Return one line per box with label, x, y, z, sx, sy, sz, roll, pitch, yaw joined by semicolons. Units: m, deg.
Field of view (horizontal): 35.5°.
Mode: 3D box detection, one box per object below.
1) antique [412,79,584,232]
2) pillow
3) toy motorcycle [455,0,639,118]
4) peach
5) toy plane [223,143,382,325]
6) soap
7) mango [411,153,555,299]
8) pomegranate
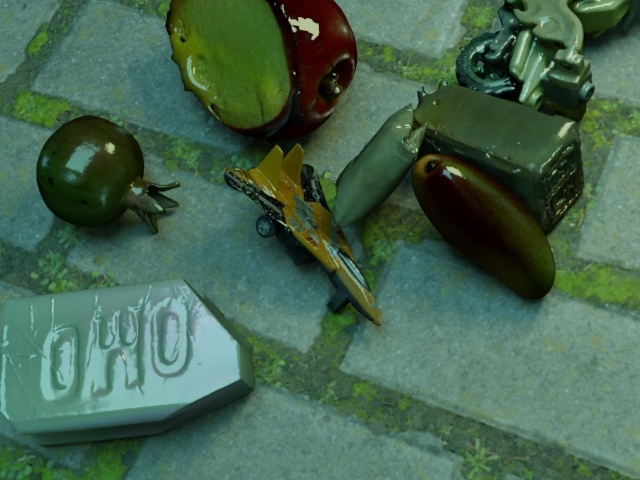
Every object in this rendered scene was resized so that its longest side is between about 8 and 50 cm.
antique;0.252;-0.142;1.525;0.284;0.150;0.125;31;68;32
pillow;0.089;-0.107;1.480;0.078;0.181;0.134;37;27;-7
toy motorcycle;0.400;-0.361;1.589;0.237;0.169;0.410;31;77;30
peach;-0.087;-0.313;1.634;0.362;0.257;0.201;30;28;35
toy plane;-0.008;0.007;1.503;0.103;0.204;0.316;-39;73;35
soap;-0.276;0.173;1.445;0.347;0.115;0.208;-7;68;5
mango;0.236;-0.024;1.436;0.267;0.133;0.111;44;62;-3
pomegranate;-0.335;-0.095;1.587;0.224;0.181;0.181;24;68;4
